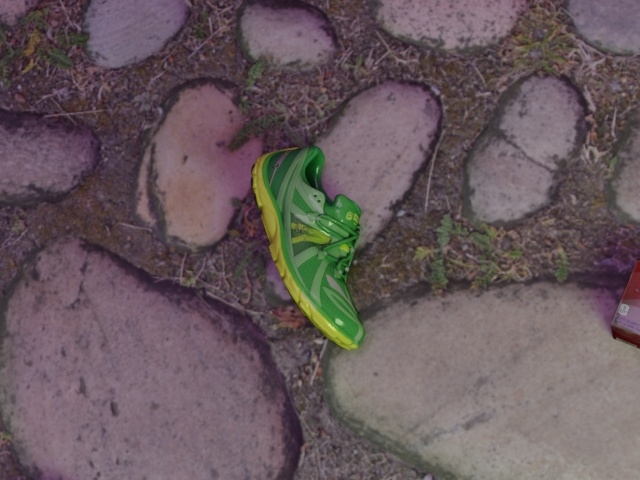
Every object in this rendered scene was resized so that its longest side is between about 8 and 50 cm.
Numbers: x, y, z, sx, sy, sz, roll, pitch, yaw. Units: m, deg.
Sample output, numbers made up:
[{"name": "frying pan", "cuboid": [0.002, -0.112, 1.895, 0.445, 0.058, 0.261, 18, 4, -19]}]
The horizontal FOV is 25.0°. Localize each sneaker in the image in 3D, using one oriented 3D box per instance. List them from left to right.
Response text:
[{"name": "sneaker", "cuboid": [0.000, 0.000, 1.870, 0.123, 0.109, 0.295, -24, 68, 9]}]

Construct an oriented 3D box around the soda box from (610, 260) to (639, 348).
[{"name": "soda box", "cuboid": [0.487, 0.118, 1.728, 0.263, 0.083, 0.092, 22, 80, 19]}]
